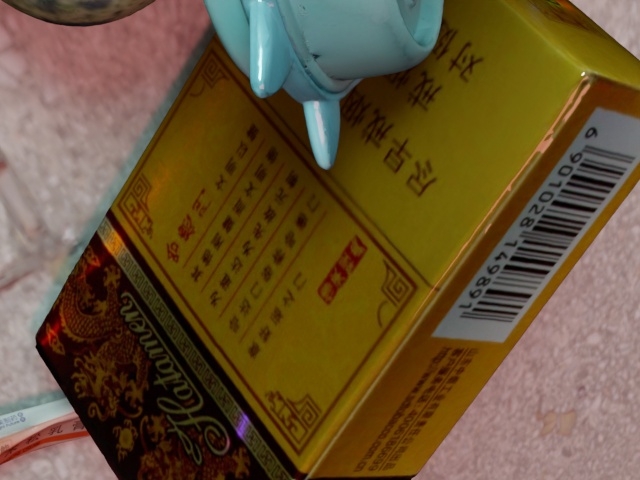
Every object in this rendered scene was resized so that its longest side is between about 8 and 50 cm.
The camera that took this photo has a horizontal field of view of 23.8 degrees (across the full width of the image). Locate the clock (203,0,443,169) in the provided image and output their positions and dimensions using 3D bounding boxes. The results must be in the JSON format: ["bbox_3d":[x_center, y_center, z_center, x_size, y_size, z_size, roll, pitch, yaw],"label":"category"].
[{"bbox_3d":[0.003,-0.180,0.751,0.094,0.274,0.223,-6,164,16],"label":"clock"}]

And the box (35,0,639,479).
[{"bbox_3d":[-0.001,0.000,0.948,0.116,0.264,0.415,7,124,-47],"label":"box"}]

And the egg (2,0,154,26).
[{"bbox_3d":[-0.119,-0.196,0.759,0.141,0.141,0.181,-5,123,-34],"label":"egg"}]

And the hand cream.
[{"bbox_3d":[-0.201,0.140,1.130,0.216,0.038,0.052,-14,164,-32],"label":"hand cream"}]
